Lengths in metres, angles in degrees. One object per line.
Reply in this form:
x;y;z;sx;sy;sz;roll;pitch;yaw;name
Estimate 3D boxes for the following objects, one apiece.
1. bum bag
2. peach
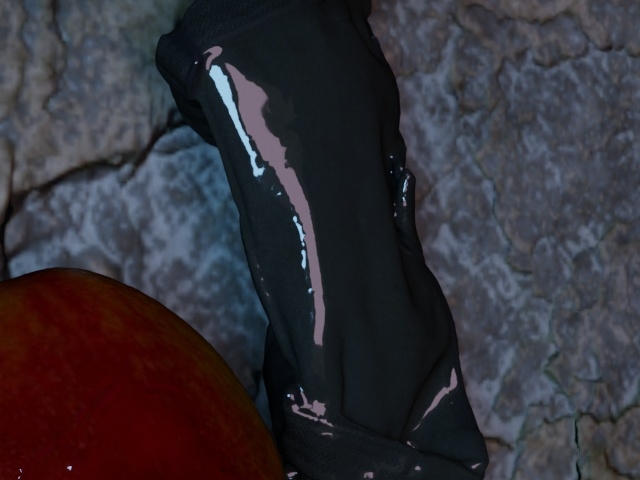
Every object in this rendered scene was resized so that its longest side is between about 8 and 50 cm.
0.000;0.000;0.803;0.142;0.079;0.326;-14;93;-39;bum bag
-0.101;0.109;0.665;0.197;0.197;0.197;1;88;-31;peach
